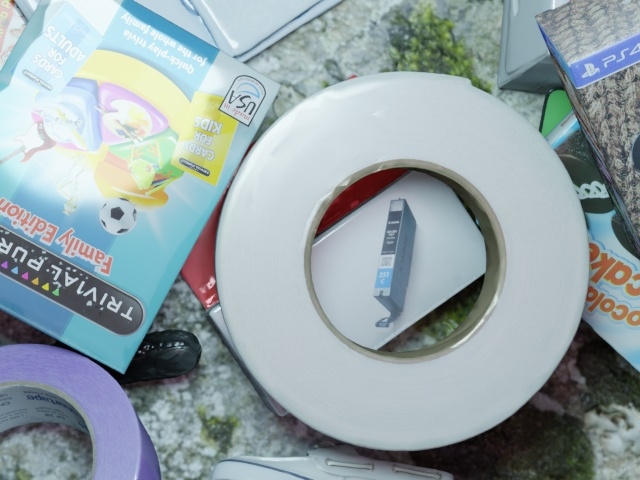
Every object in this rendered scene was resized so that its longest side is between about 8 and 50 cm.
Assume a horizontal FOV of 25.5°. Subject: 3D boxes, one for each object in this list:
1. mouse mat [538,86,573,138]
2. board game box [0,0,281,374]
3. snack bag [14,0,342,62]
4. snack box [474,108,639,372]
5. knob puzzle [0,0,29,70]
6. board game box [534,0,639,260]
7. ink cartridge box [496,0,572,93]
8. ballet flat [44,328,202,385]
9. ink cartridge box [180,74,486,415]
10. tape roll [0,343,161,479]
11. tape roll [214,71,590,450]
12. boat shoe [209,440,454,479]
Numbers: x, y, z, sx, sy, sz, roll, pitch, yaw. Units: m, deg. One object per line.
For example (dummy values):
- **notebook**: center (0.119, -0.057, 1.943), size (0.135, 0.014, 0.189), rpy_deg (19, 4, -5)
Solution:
- **mouse mat**: center (0.308, -0.073, 1.575), size (0.153, 0.007, 0.189), rpy_deg (7, 109, -8)
- **board game box**: center (-0.231, -0.072, 1.435), size (0.254, 0.079, 0.336), rpy_deg (29, 83, -8)
- **snack bag**: center (-0.179, -0.318, 1.514), size (0.342, 0.037, 0.323), rpy_deg (-35, 95, -15)
- **snack box**: center (0.347, 0.014, 1.551), size (0.322, 0.060, 0.187), rpy_deg (41, 101, -8)
- **knob puzzle**: center (-0.341, -0.229, 1.497), size (0.213, 0.030, 0.213), rpy_deg (1, 86, -15)
- **board game box**: center (0.379, -0.124, 1.378), size (0.232, 0.141, 0.291), rpy_deg (-25, 117, 8)
- **ink cartridge box**: center (0.351, -0.260, 1.533), size (0.270, 0.197, 0.198), rpy_deg (6, 86, -8)
- **ballet flat**: center (-0.213, 0.124, 1.502), size (0.173, 0.049, 0.057), rpy_deg (-1, 110, -4)
- **ink cartridge box**: center (0.000, 0.000, 1.527), size (0.296, 0.066, 0.261), rpy_deg (-35, 93, -10)
- **tape roll**: center (-0.299, 0.241, 1.380), size (0.275, 0.090, 0.275), rpy_deg (-5, 55, 7)
- **tape roll**: center (0.083, 0.020, 1.455), size (0.392, 0.072, 0.392), rpy_deg (0, 92, -5)
- **boat shoe**: center (0.017, 0.257, 1.504), size (0.267, 0.096, 0.088), rpy_deg (10, 57, -3)
